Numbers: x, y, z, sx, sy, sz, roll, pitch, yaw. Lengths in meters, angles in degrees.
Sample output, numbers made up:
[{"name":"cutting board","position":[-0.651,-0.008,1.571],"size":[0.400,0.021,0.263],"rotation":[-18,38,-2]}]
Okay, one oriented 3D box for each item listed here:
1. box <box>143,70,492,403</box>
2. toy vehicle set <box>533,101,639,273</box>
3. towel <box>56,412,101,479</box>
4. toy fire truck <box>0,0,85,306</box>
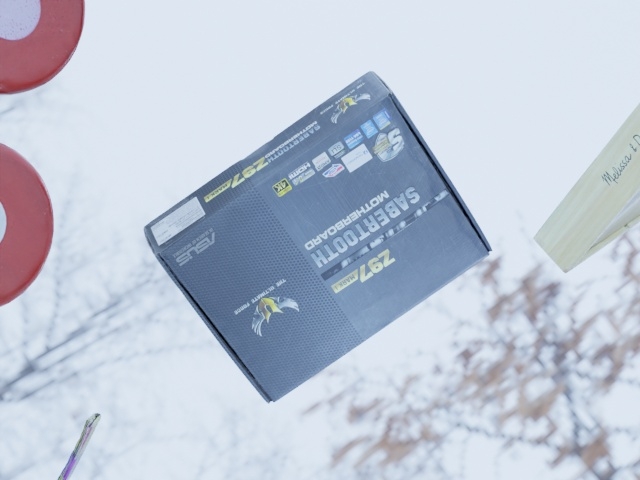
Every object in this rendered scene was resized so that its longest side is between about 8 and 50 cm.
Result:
[{"name":"box","position":[0.000,0.000,1.518],"size":[0.183,0.233,0.059],"rotation":[56,1,-31]},{"name":"toy vehicle set","position":[0.257,-0.090,1.221],"size":[0.035,0.166,0.267],"rotation":[50,-33,13]},{"name":"towel","position":[-0.233,0.203,1.758],"size":[0.009,0.060,0.083],"rotation":[27,-85,-1]},{"name":"toy fire truck","position":[-0.290,-0.088,1.050],"size":[0.169,0.254,0.302],"rotation":[10,-87,53]}]
